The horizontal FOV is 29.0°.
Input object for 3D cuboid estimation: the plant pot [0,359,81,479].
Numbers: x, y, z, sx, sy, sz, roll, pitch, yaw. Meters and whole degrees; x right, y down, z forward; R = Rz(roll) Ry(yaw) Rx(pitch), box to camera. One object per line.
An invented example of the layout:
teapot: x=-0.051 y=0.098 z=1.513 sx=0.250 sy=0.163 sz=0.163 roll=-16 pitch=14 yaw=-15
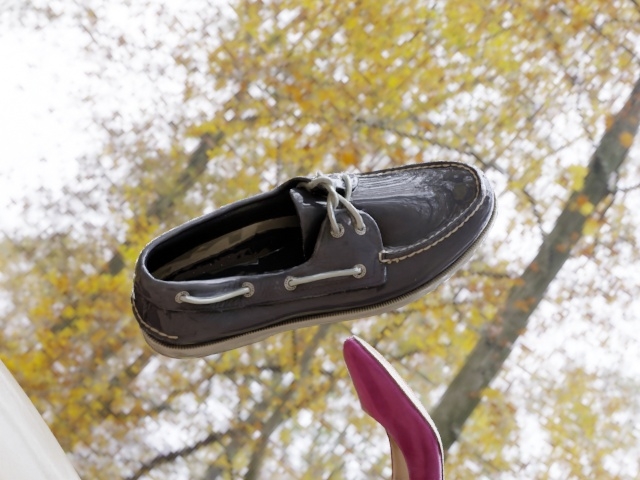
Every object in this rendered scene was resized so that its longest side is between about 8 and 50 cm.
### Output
plant pot: x=-0.268 y=0.247 z=0.953 sx=0.274 sy=0.256 sz=0.256 roll=41 pitch=-35 yaw=12

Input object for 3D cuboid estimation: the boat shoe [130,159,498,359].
boat shoe: x=0.000 y=0.000 z=0.643 sx=0.065 sy=0.206 sz=0.075 roll=83 pitch=-16 yaw=-55

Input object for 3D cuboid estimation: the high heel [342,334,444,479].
high heel: x=0.059 y=0.204 z=1.088 sx=0.244 sy=0.117 sz=0.082 roll=57 pitch=0 yaw=-16
